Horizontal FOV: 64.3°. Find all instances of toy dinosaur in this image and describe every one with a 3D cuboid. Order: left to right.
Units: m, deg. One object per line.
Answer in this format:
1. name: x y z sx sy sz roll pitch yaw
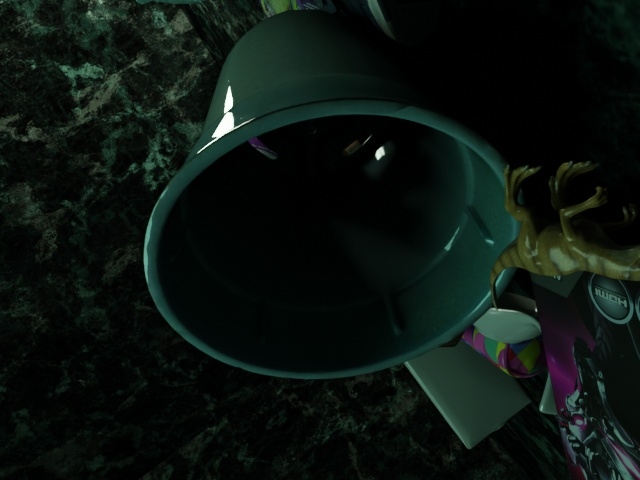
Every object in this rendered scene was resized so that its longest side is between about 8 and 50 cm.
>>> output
1. toy dinosaur: 0.167 0.001 0.390 0.211 0.064 0.113 157 113 -76

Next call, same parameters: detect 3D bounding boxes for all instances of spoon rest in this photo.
1. spoon rest: 0.271 0.116 0.679 0.276 0.137 0.084 -96 13 -72

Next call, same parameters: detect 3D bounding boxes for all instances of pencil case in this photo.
1. pencil case: 0.311 0.157 0.906 0.104 0.104 0.236 55 174 -14

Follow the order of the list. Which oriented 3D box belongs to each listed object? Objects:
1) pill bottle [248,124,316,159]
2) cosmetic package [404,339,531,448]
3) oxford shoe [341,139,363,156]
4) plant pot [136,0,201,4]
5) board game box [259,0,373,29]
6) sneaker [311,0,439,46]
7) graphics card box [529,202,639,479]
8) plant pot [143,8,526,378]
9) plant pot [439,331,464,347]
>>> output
1. pill bottle: -0.090 -0.131 0.943 0.182 0.181 0.323 56 -146 -24
2. cosmetic package: 0.316 0.290 1.264 0.366 0.196 0.155 55 178 0
3. oxford shoe: 0.057 -0.120 1.232 0.130 0.132 0.364 52 176 30
4. plant pot: -0.298 -0.558 0.923 0.293 0.196 0.293 60 -177 -6
5. board game box: -0.037 -0.378 0.766 0.347 0.056 0.208 50 170 48
6. sneaker: 0.016 -0.301 0.480 0.163 0.086 0.226 47 174 41
7. graphics card box: 0.298 0.165 0.412 0.233 0.094 0.371 -135 28 -72
8. plant pot: 0.003 -0.081 0.581 0.334 0.340 0.341 -97 -20 -47
9. plant pot: 0.142 0.101 0.908 0.230 0.216 0.215 18 172 5
